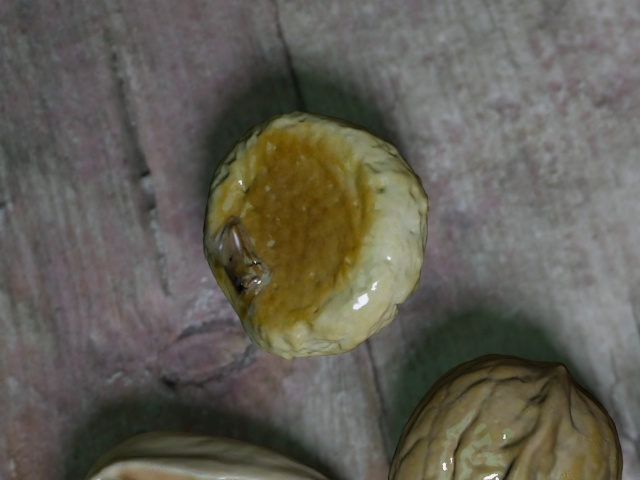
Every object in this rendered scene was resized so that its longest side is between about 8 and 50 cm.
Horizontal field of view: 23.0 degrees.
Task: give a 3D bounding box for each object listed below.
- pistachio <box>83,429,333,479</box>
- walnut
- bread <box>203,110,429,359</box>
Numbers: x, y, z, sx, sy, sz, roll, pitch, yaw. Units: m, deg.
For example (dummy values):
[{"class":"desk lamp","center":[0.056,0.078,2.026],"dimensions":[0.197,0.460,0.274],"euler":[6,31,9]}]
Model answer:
[{"class":"pistachio","center":[-0.109,0.282,1.491],"dimensions":[0.299,0.187,0.187],"euler":[10,85,20]},{"class":"walnut","center":[0.161,0.200,1.363],"dimensions":[0.213,0.213,0.213],"euler":[-5,78,24]},{"class":"bread","center":[0.000,0.000,1.507],"dimensions":[0.244,0.134,0.244],"euler":[-6,77,27]}]
